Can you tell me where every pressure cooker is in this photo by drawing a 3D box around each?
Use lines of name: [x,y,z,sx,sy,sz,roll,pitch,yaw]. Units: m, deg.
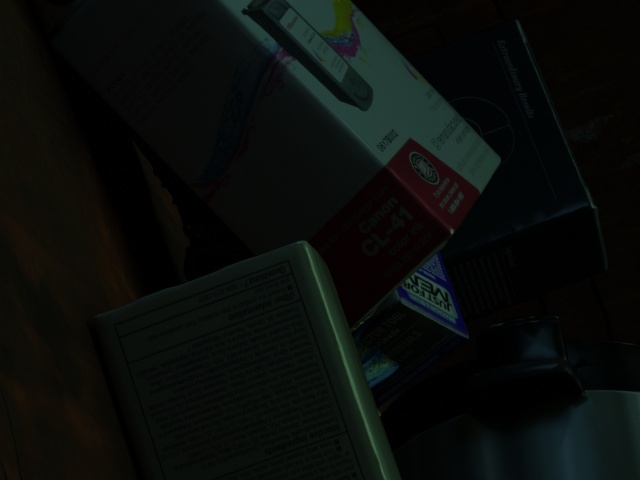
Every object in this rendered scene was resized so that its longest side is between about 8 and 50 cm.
pressure cooker: [0.218,0.287,1.617,0.370,0.375,0.420,-48,-145,43]

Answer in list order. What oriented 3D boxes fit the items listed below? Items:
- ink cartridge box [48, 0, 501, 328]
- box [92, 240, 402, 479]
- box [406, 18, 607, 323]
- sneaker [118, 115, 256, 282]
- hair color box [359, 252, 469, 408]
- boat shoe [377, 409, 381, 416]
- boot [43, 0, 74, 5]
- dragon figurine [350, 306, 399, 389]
ink cartridge box: [-0.024,-0.103,1.393,0.306,0.131,0.226,47,23,-3]
box: [-0.017,0.173,1.135,0.121,0.148,0.311,50,22,-79]
box: [0.130,-0.055,2.376,0.212,0.395,0.293,61,10,-63]
sneaker: [-0.092,-0.042,1.462,0.221,0.087,0.128,40,29,4]
hair color box: [0.000,0.000,1.734,0.110,0.185,0.339,30,32,-38]
boat shoe: [0.011,0.193,1.933,0.227,0.079,0.081,59,20,-45]
boot: [-0.209,-0.267,1.267,0.197,0.073,0.152,58,17,-59]
dragon figurine: [0.003,0.080,1.455,0.144,0.289,0.085,-8,-77,55]
